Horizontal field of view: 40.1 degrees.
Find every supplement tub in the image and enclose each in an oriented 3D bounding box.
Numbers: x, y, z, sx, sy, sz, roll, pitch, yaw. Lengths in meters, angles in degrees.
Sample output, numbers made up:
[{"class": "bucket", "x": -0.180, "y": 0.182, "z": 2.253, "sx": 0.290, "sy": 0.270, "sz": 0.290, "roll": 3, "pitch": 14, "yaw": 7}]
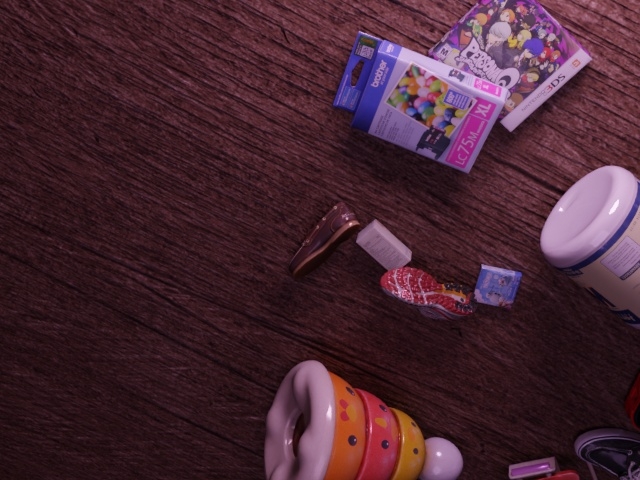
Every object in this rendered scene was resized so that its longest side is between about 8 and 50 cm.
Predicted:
[{"class": "supplement tub", "x": 0.630, "y": 0.031, "z": 1.749, "sx": 0.325, "sy": 0.235, "sz": 0.235, "roll": 36, "pitch": 118, "yaw": -12}]

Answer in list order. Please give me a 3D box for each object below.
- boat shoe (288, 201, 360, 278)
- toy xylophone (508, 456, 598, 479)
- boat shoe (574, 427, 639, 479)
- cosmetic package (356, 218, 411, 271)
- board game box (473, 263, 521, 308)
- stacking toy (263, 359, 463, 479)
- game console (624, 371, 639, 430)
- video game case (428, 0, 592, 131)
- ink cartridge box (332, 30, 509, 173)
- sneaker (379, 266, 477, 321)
[{"class": "boat shoe", "x": 0.000, "y": 0.000, "z": 1.929, "sx": 0.207, "sy": 0.073, "sz": 0.073, "roll": -42, "pitch": 68, "yaw": 23}, {"class": "toy xylophone", "x": 0.593, "y": 0.654, "z": 2.197, "sx": 0.236, "sy": 0.081, "sz": 0.322, "roll": -24, "pitch": 114, "yaw": 20}, {"class": "boat shoe", "x": 0.762, "y": 0.538, "z": 2.091, "sx": 0.306, "sy": 0.105, "sz": 0.113, "roll": 17, "pitch": 120, "yaw": -2}, {"class": "cosmetic package", "x": 0.140, "y": 0.014, "z": 1.925, "sx": 0.115, "sy": 0.041, "sz": 0.060, "roll": 43, "pitch": 117, "yaw": -15}, {"class": "board game box", "x": 0.391, "y": 0.103, "z": 1.950, "sx": 0.090, "sy": 0.020, "sz": 0.090, "roll": 12, "pitch": 120, "yaw": 3}, {"class": "stacking toy", "x": 0.129, "y": 0.493, "z": 2.101, "sx": 0.480, "sy": 0.350, "sz": 0.350, "roll": 13, "pitch": 122, "yaw": -21}, {"class": "game console", "x": 0.905, "y": 0.304, "z": 1.974, "sx": 0.342, "sy": 0.060, "sz": 0.386, "roll": 11, "pitch": 121, "yaw": -4}, {"class": "video game case", "x": 0.361, "y": -0.355, "z": 1.681, "sx": 0.232, "sy": 0.042, "sz": 0.210, "roll": 40, "pitch": 118, "yaw": -14}, {"class": "ink cartridge box", "x": 0.186, "y": -0.269, "z": 1.723, "sx": 0.311, "sy": 0.065, "sz": 0.185, "roll": 24, "pitch": 131, "yaw": 2}, {"class": "sneaker", "x": 0.229, "y": 0.131, "z": 1.937, "sx": 0.225, "sy": 0.088, "sz": 0.093, "roll": 21, "pitch": 143, "yaw": -16}]
